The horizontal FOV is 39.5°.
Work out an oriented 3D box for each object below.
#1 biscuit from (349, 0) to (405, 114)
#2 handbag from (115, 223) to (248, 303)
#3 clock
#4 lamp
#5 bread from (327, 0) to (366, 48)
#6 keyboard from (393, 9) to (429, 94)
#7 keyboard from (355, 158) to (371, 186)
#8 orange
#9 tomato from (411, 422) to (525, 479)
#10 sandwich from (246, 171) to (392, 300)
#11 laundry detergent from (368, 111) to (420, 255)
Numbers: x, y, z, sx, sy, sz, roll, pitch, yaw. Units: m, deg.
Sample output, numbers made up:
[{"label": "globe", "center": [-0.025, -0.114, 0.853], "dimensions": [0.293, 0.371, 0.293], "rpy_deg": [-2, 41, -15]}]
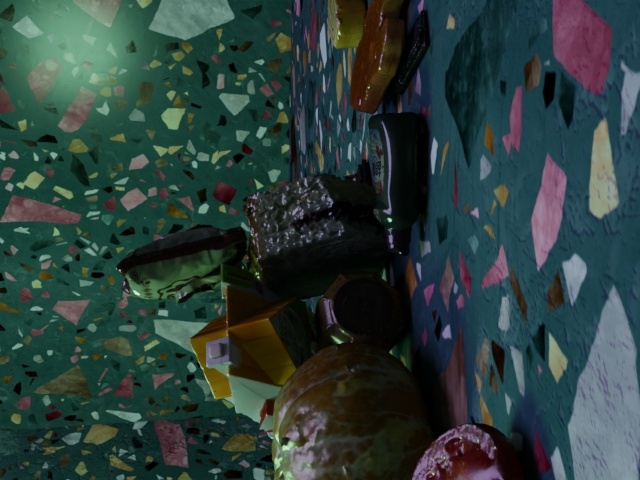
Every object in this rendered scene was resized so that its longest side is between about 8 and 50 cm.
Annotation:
[{"label": "biscuit", "center": [0.101, -0.323, 1.504], "dimensions": [0.334, 0.047, 0.202], "rpy_deg": [121, 156, -72]}, {"label": "handbag", "center": [-0.247, 0.048, 1.597], "dimensions": [0.213, 0.235, 0.127], "rpy_deg": [112, 147, -70]}, {"label": "clock", "center": [-0.097, 0.193, 1.561], "dimensions": [0.309, 0.166, 0.235], "rpy_deg": [46, -147, -53]}, {"label": "lamp", "center": [0.067, 0.142, 1.551], "dimensions": [0.185, 0.161, 0.161], "rpy_deg": [94, 172, -67]}, {"label": "bread", "center": [0.048, -0.460, 1.816], "dimensions": [0.122, 0.073, 0.149], "rpy_deg": [92, 172, -46]}, {"label": "keyboard", "center": [0.138, -0.288, 1.386], "dimensions": [0.195, 0.018, 0.060], "rpy_deg": [118, 151, -75]}, {"label": "keyboard", "center": [0.081, -0.067, 1.879], "dimensions": [0.230, 0.025, 0.093], "rpy_deg": [98, 170, -54]}, {"label": "orange", "center": [0.047, 0.318, 1.371], "dimensions": [0.329, 0.249, 0.329], "rpy_deg": [174, 90, -78]}, {"label": "tomato", "center": [0.178, 0.282, 0.985], "dimensions": [0.159, 0.091, 0.139], "rpy_deg": [-58, 34, 26]}, {"label": "sandwich", "center": [-0.001, 0.000, 1.607], "dimensions": [0.325, 0.262, 0.131], "rpy_deg": [102, 158, -65]}, {"label": "laundry detergent", "center": [0.118, -0.087, 1.391], "dimensions": [0.144, 0.078, 0.221], "rpy_deg": [-136, 42, -82]}]
